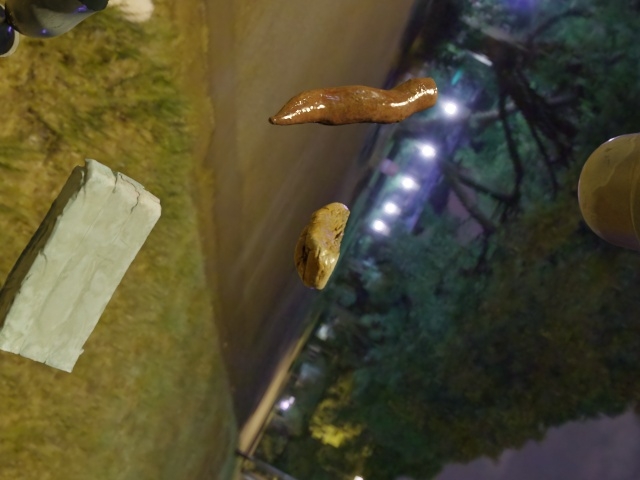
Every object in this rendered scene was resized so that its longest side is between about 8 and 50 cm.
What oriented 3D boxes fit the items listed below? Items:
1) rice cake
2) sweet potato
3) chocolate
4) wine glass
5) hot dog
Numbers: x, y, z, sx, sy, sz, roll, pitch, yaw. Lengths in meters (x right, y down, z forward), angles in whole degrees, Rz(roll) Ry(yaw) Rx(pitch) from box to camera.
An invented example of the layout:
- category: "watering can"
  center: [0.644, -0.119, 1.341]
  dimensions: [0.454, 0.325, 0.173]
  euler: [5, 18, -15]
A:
- category: "rice cake"
  center: [-0.248, 0.026, 0.891]
  dimensions: [0.211, 0.038, 0.124]
  euler: [-56, 144, -2]
- category: "sweet potato"
  center: [0.044, -0.200, 1.310]
  dimensions: [0.059, 0.281, 0.067]
  euler: [110, -35, -53]
- category: "chocolate"
  center: [0.393, -0.057, 1.049]
  dimensions: [0.147, 0.221, 0.221]
  euler: [12, -109, 58]
- category: "wine glass"
  center: [-0.391, -0.326, 1.221]
  dimensions: [0.202, 0.093, 0.093]
  euler: [-14, -150, 31]
- category: "hot dog"
  center: [0.000, 0.000, 1.596]
  dimensions: [0.084, 0.073, 0.242]
  euler: [-58, -173, 28]
